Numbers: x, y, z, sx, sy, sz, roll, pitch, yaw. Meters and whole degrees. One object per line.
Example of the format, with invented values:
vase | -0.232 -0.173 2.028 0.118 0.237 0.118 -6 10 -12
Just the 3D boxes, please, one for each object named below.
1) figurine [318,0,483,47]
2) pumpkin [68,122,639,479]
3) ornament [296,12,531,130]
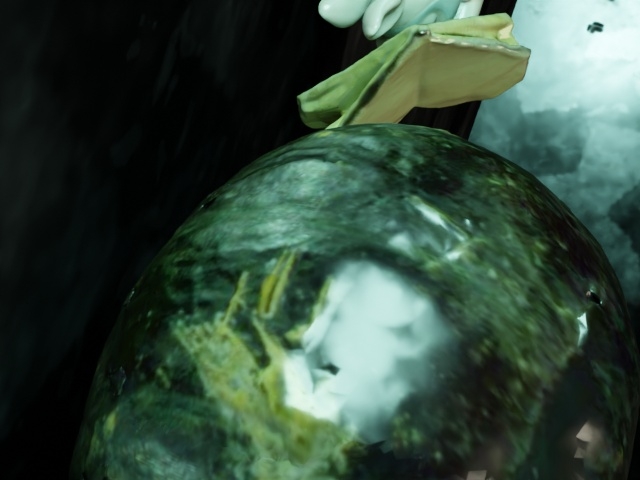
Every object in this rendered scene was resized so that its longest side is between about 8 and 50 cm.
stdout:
figurine | 0.082 -0.223 1.165 0.235 0.127 0.155 -51 169 -29
pumpkin | 0.021 0.148 0.851 0.454 0.344 0.454 12 90 -83
ornament | 0.082 -0.141 1.107 0.201 0.059 0.180 -24 165 -6
